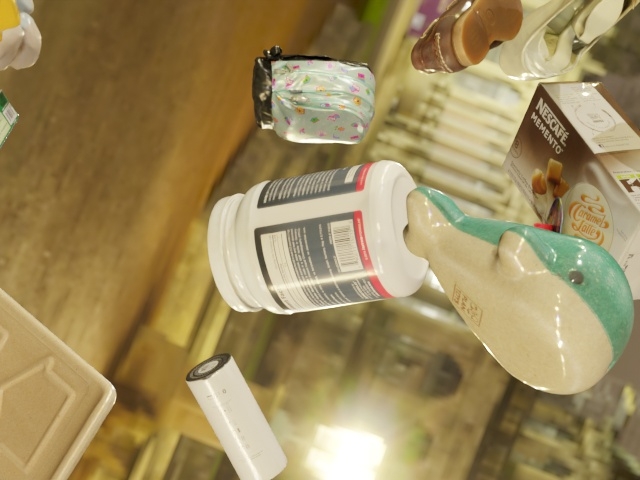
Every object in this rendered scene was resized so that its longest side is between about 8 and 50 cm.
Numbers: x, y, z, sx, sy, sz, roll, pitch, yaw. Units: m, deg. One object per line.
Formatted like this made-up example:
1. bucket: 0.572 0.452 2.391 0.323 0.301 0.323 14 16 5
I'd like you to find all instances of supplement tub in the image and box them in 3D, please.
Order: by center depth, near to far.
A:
1. supplement tub: 0.000 0.000 2.158 0.191 0.272 0.191 -9 90 -68

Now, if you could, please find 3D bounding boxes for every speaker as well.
1. speaker: -0.087 0.190 1.620 0.055 0.136 0.055 -26 -165 8

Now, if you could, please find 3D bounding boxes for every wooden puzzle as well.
1. wooden puzzle: -0.410 0.229 1.834 0.322 0.348 0.080 -58 146 6

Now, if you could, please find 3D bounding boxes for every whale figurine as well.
1. whale figurine: 0.209 0.033 1.610 0.141 0.272 0.216 -42 157 -20

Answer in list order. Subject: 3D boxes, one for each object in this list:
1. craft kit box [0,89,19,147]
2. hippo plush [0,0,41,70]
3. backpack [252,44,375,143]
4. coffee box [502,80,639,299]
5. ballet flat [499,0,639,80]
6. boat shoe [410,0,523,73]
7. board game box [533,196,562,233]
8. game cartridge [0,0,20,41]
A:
1. craft kit box: -0.557 -0.092 2.101 0.246 0.061 0.250 -22 -154 18
2. hippo plush: -0.553 -0.310 2.117 0.236 0.294 0.234 -30 -146 10
3. backpack: -0.008 -0.210 2.301 0.152 0.182 0.115 87 8 -71
4. coffee box: 0.332 -0.062 1.839 0.246 0.098 0.141 61 -36 38
5. ballet flat: 0.293 -0.247 1.801 0.248 0.086 0.086 -45 -164 43
6. boat shoe: 0.163 -0.239 1.718 0.207 0.073 0.073 -38 110 -55
7. board game box: 0.247 0.031 1.780 0.133 0.033 0.169 93 5 -84
8. game cartridge: -0.500 -0.338 1.674 0.053 0.285 0.324 -114 -168 -54
